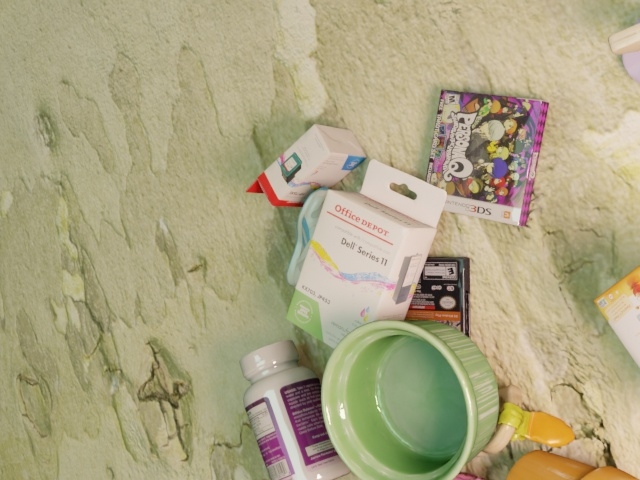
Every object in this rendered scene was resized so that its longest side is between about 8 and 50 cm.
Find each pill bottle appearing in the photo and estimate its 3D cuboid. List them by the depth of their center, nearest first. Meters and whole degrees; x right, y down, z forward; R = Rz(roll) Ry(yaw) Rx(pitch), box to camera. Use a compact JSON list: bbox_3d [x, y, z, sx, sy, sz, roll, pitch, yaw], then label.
[{"bbox_3d":[-0.062,0.370,1.812,0.169,0.169,0.301,-32,71,32],"label":"pill bottle"}]

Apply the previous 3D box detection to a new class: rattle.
[{"bbox_3d":[0.343,0.362,1.594,0.130,0.142,0.200,-98,29,-47],"label":"rattle"}]

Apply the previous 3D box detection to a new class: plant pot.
[{"bbox_3d":[0.414,0.450,1.450,0.188,0.205,0.205,25,105,50],"label":"plant pot"}]

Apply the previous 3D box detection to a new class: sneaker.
[{"bbox_3d":[0.000,0.000,1.826,0.092,0.087,0.229,20,109,28],"label":"sneaker"}]

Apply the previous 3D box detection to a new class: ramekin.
[{"bbox_3d":[0.164,0.282,1.528,0.303,0.148,0.303,3,94,36],"label":"ramekin"}]

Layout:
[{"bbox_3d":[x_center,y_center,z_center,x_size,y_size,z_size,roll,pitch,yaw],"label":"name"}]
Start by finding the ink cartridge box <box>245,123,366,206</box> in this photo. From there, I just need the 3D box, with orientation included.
[{"bbox_3d":[-0.033,-0.139,1.813,0.231,0.134,0.078,-40,68,30],"label":"ink cartridge box"}]

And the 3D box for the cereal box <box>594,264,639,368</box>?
[{"bbox_3d":[0.522,0.141,1.235,0.240,0.047,0.173,60,142,20],"label":"cereal box"}]

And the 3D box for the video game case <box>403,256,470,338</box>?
[{"bbox_3d":[0.169,0.157,1.722,0.275,0.035,0.248,-1,89,36],"label":"video game case"}]

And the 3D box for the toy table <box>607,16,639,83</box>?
[{"bbox_3d":[0.587,-0.335,1.336,0.274,0.161,0.252,-33,71,31],"label":"toy table"}]

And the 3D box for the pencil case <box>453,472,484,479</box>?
[{"bbox_3d":[0.250,0.618,1.586,0.160,0.167,0.386,154,109,-68],"label":"pencil case"}]

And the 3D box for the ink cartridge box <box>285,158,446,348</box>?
[{"bbox_3d":[0.086,0.033,1.685,0.207,0.119,0.353,27,106,34],"label":"ink cartridge box"}]

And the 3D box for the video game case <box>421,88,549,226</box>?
[{"bbox_3d":[0.303,-0.157,1.618,0.210,0.042,0.232,15,98,36],"label":"video game case"}]
